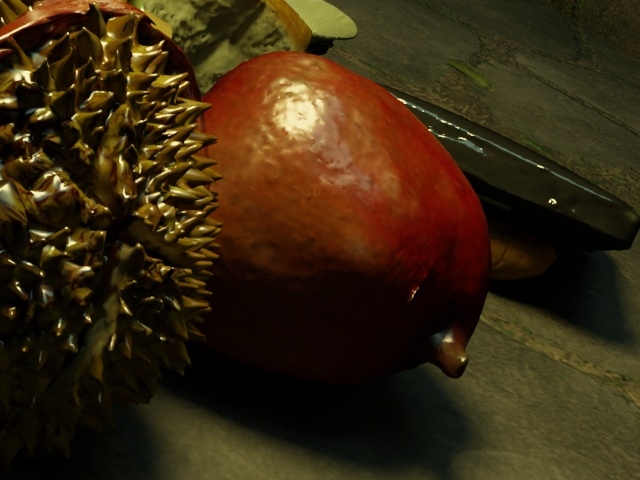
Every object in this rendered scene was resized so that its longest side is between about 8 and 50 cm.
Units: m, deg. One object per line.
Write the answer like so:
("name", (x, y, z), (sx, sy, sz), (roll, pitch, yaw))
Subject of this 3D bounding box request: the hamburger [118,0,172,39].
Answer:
("hamburger", (-0.283, -0.163, 1.041), (0.212, 0.274, 0.274), (36, 17, -23))

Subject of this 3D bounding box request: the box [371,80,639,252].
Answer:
("box", (0.209, -0.083, 1.435), (0.359, 0.091, 0.350), (25, 4, 8))

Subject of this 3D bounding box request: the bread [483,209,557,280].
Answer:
("bread", (0.184, -0.001, 1.377), (0.189, 0.077, 0.114), (30, 4, 23))

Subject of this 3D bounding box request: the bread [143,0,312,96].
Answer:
("bread", (-0.182, -0.257, 1.388), (0.250, 0.225, 0.279), (33, 10, -37))

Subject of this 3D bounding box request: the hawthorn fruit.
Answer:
("hawthorn fruit", (-0.005, -0.014, 1.006), (0.311, 0.295, 0.295), (20, 24, -7))

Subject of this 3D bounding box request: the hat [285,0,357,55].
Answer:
("hat", (-0.087, -0.293, 1.684), (0.257, 0.130, 0.257), (19, 24, -9))

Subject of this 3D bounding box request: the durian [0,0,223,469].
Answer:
("durian", (-0.236, -0.025, 0.766), (0.384, 0.348, 0.347), (41, 28, 18))
